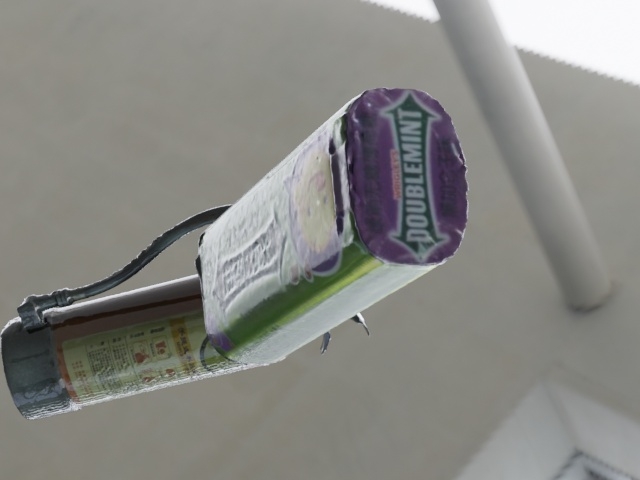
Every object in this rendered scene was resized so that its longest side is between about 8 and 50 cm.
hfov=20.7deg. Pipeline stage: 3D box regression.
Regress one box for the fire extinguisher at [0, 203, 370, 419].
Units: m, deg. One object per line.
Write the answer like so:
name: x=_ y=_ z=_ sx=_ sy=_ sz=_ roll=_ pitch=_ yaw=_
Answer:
fire extinguisher: x=-0.147 y=0.077 z=1.823 sx=0.376 sy=0.200 sz=0.113 roll=-13 pitch=-126 yaw=3

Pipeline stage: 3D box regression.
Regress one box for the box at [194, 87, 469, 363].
box: x=0.000 y=0.000 z=1.364 sx=0.097 sy=0.345 sz=0.134 roll=0 pitch=-106 yaw=-22
